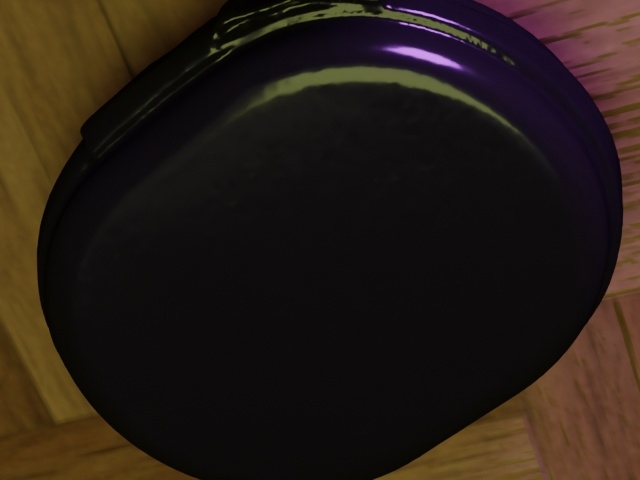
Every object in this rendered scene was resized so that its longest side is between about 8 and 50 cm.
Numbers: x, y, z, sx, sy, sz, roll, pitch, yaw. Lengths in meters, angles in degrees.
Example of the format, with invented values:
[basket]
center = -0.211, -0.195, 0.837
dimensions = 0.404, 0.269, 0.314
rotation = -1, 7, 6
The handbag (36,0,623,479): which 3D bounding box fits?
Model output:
[handbag]
center = 0.000, -0.001, 0.847
dimensions = 0.308, 0.093, 0.254
rotation = -36, 113, 25
